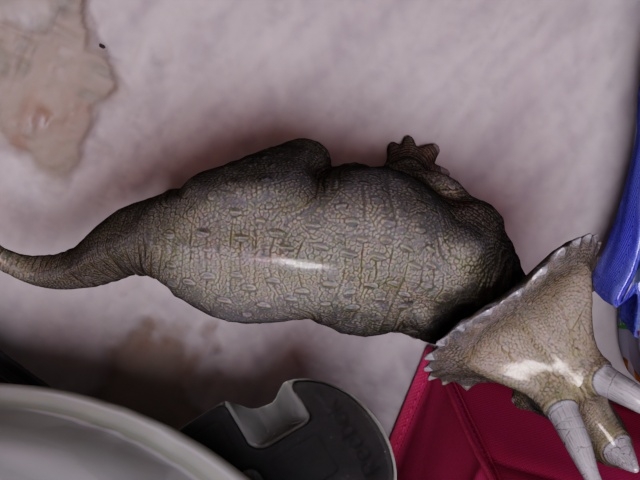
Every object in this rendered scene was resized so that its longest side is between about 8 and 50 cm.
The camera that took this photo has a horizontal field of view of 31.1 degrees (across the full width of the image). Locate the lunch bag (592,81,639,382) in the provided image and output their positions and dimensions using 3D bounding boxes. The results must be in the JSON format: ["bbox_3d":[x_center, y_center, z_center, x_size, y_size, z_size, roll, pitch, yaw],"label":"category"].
[{"bbox_3d":[0.261,-0.032,0.544,0.243,0.115,0.303,1,105,-3],"label":"lunch bag"}]

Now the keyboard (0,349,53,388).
[{"bbox_3d":[-0.214,0.129,0.553,0.201,0.033,0.317,-45,119,1],"label":"keyboard"}]

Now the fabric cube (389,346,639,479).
[{"bbox_3d":[0.145,0.237,0.535,0.258,0.259,0.254,18,105,-10],"label":"fabric cube"}]

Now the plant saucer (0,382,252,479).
[{"bbox_3d":[-0.161,0.227,0.379,0.401,0.100,0.400,-5,63,9],"label":"plant saucer"}]

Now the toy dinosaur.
[{"bbox_3d":[0.000,0.000,0.497,0.314,0.160,0.121,18,93,-6],"label":"toy dinosaur"}]

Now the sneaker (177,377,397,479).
[{"bbox_3d":[-0.108,0.194,0.527,0.331,0.122,0.146,-25,152,-6],"label":"sneaker"}]
